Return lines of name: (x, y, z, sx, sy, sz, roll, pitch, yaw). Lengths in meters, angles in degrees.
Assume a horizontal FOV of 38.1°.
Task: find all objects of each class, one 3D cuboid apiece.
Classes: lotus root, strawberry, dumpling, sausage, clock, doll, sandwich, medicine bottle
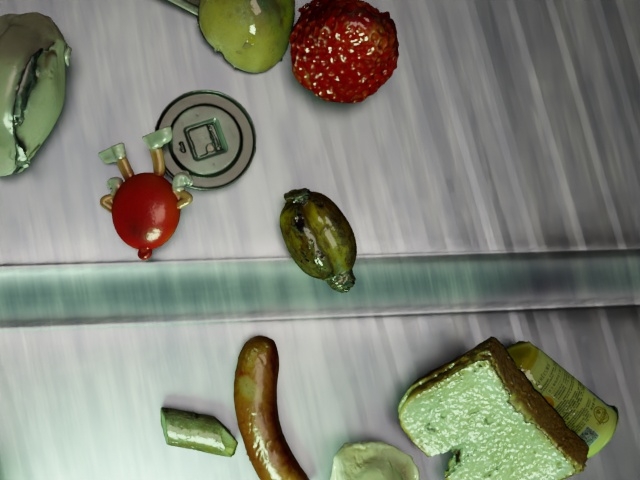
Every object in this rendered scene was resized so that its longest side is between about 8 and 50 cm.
lotus root: (0.000, 0.000, 1.658, 0.120, 0.120, 0.209, -28, 91, -9)
strawberry: (0.052, -0.350, 1.620, 0.205, 0.244, 0.205, 1, 84, -9)
dumpling: (0.098, 0.471, 1.639, 0.179, 0.131, 0.252, -8, 97, -32)
sausage: (-0.095, 0.321, 1.640, 0.103, 0.076, 0.302, -15, 90, -16)
dumpling: (-0.545, -0.257, 1.576, 0.205, 0.163, 0.292, 22, 95, -10)
clock: (-0.208, -0.179, 1.675, 0.185, 0.040, 0.184, 1, 86, -9)
doll: (-0.302, -0.076, 1.623, 0.183, 0.085, 0.217, -15, 82, 21)
sandwich: (0.289, 0.331, 1.633, 0.249, 0.095, 0.273, -38, 94, 31)
medicine bottle: (0.419, 0.286, 1.695, 0.239, 0.124, 0.124, 38, 82, -3)

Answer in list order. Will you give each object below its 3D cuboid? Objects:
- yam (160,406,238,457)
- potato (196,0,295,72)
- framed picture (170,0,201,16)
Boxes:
yam: (-0.214, 0.335, 1.625, 0.147, 0.070, 0.069, 12, 85, -5)
potato: (-0.119, -0.413, 1.656, 0.182, 0.117, 0.202, 11, 86, -19)
framed picture: (-0.188, -0.529, 1.703, 0.197, 0.014, 0.252, 25, 83, -13)
